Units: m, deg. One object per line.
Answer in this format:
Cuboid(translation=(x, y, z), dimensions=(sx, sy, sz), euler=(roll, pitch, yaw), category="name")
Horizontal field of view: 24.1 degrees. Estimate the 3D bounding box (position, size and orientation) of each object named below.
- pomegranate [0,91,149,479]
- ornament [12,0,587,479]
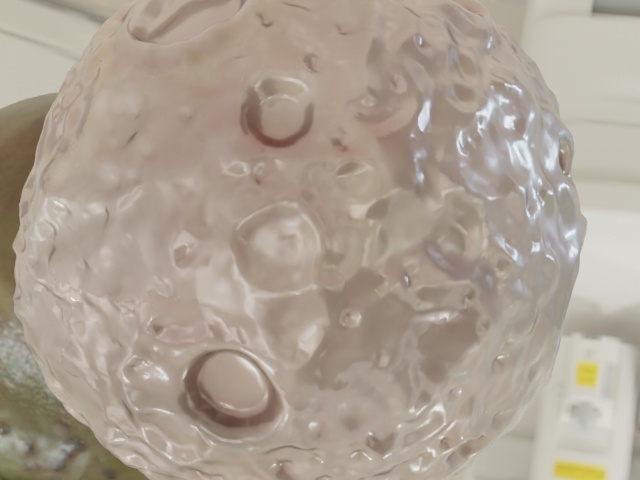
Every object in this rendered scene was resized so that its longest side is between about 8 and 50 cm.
Cuboid(translation=(-0.126, 0.069, 0.927), dimensions=(0.291, 0.290, 0.323), euler=(14, 116, -7), category="pomegranate")
Cuboid(translation=(0.000, 0.000, 0.663), dimensions=(0.225, 0.259, 0.259), euler=(14, 159, 12), category="ornament")
